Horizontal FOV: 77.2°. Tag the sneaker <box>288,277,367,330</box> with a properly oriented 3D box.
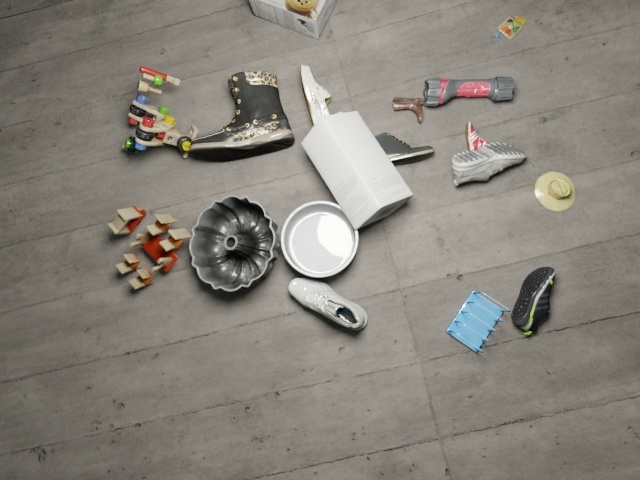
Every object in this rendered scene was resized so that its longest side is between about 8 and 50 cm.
[{"bbox_3d":[0.023,0.206,1.356,0.297,0.129,0.110,25,86,9],"label":"sneaker"}]

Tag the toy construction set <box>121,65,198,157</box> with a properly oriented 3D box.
[{"bbox_3d":[-0.565,-0.451,1.487,0.238,0.258,0.308,7,100,-37],"label":"toy construction set"}]

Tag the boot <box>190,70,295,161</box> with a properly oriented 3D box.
[{"bbox_3d":[-0.302,-0.458,1.482,0.378,0.138,0.283,-10,82,-1],"label":"boot"}]

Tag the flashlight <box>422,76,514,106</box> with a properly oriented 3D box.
[{"bbox_3d":[0.529,-0.535,1.443,0.305,0.103,0.103,2,108,4],"label":"flashlight"}]

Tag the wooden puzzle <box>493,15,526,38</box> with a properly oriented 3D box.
[{"bbox_3d":[0.714,-0.803,1.509,0.079,0.014,0.116,38,87,10],"label":"wooden puzzle"}]

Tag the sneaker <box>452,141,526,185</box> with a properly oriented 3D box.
[{"bbox_3d":[0.581,-0.266,1.407,0.282,0.115,0.105,-11,42,-10],"label":"sneaker"}]

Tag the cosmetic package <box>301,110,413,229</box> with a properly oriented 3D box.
[{"bbox_3d":[0.123,-0.246,1.365,0.197,0.155,0.365,-21,75,-39],"label":"cosmetic package"}]

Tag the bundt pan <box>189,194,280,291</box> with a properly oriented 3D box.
[{"bbox_3d":[-0.281,0.013,1.394,0.331,0.124,0.330,-3,82,19],"label":"bundt pan"}]

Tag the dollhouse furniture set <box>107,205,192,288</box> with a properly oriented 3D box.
[{"bbox_3d":[-0.615,-0.003,1.438,0.259,0.135,0.262,46,108,7],"label":"dollhouse furniture set"}]

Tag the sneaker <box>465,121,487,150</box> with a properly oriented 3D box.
[{"bbox_3d":[0.561,-0.372,1.441,0.067,0.042,0.118,-6,88,8],"label":"sneaker"}]

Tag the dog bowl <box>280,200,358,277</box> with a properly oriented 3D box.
[{"bbox_3d":[0.000,0.000,1.402,0.265,0.104,0.264,-1,82,5],"label":"dog bowl"}]

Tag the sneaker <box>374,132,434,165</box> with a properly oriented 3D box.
[{"bbox_3d":[0.290,-0.339,1.440,0.222,0.083,0.117,-9,80,5],"label":"sneaker"}]

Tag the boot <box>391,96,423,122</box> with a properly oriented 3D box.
[{"bbox_3d":[0.319,-0.483,1.483,0.114,0.037,0.106,3,70,3],"label":"boot"}]

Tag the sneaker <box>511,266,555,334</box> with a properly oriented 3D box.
[{"bbox_3d":[0.719,0.200,1.335,0.097,0.084,0.234,32,86,-15],"label":"sneaker"}]

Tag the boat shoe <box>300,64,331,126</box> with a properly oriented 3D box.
[{"bbox_3d":[-0.006,-0.524,1.492,0.096,0.098,0.276,-16,89,2],"label":"boat shoe"}]

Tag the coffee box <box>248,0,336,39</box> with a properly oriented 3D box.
[{"bbox_3d":[-0.111,-0.928,1.547,0.298,0.119,0.168,25,85,8],"label":"coffee box"}]

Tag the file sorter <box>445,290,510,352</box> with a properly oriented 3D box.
[{"bbox_3d":[0.518,0.266,1.316,0.118,0.104,0.170,35,86,10],"label":"file sorter"}]

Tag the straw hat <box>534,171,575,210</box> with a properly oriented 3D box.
[{"bbox_3d":[0.823,-0.177,1.379,0.145,0.061,0.144,-1,82,5],"label":"straw hat"}]
